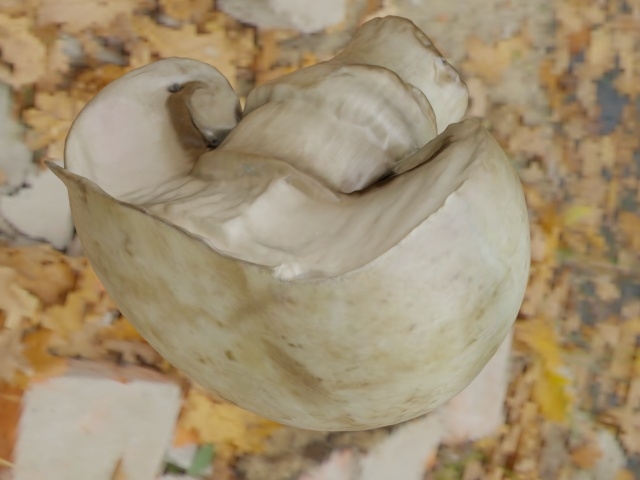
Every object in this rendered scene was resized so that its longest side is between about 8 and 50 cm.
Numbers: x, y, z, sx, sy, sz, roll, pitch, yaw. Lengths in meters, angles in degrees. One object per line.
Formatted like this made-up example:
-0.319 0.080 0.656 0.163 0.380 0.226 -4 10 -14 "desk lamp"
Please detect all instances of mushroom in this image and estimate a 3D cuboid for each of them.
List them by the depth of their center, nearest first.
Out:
0.000 0.000 0.982 0.195 0.253 0.189 -48 143 -35 "mushroom"
